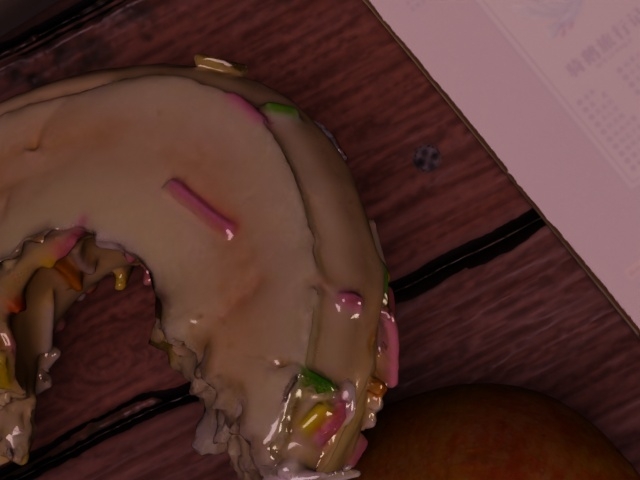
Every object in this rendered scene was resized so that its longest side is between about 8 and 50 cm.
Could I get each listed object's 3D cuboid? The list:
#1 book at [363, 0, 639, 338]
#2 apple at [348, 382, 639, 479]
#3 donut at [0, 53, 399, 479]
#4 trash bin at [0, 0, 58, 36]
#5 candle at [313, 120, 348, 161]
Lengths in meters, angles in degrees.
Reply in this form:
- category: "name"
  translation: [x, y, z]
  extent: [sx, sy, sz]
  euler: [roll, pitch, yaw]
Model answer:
- category: "book"
  translation: [0.202, -0.118, 1.261]
  extent: [0.217, 0.021, 0.310]
  euler: [-39, 91, 7]
- category: "apple"
  translation: [0.096, 0.222, 1.189]
  extent: [0.264, 0.264, 0.264]
  euler: [0, 95, 5]
- category: "donut"
  translation: [-0.128, 0.038, 1.192]
  extent: [0.371, 0.150, 0.307]
  euler: [-4, 65, 20]
- category: "trash bin"
  translation: [-0.356, -0.187, 1.198]
  extent: [0.367, 0.256, 0.296]
  euler: [-28, 91, 0]
- category: "candle"
  translation: [0.000, 0.000, 1.274]
  extent: [0.053, 0.048, 0.162]
  euler: [-9, 93, -24]
